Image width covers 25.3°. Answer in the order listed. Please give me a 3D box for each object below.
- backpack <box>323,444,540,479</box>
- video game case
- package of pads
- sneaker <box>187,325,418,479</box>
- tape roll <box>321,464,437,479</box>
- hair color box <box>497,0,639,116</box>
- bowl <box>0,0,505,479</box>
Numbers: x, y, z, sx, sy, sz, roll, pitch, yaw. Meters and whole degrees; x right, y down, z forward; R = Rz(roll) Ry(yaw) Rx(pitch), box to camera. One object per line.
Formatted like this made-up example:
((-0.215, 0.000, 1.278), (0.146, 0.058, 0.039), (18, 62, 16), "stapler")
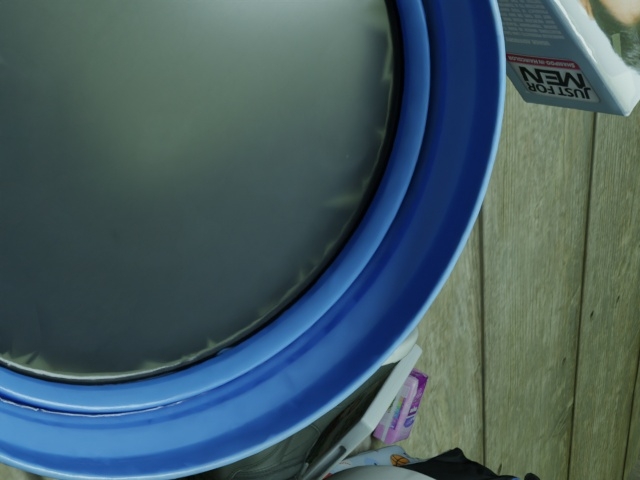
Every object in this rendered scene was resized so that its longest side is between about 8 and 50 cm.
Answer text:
((0.080, 0.357, 1.511), (0.276, 0.213, 0.263), (0, 108, -52), "backpack")
((0.028, 0.177, 1.367), (0.143, 0.019, 0.157), (-48, 180, 31), "video game case")
((0.091, 0.185, 1.602), (0.050, 0.032, 0.083), (-4, 114, -67), "package of pads")
((-0.021, 0.144, 1.252), (0.296, 0.104, 0.147), (-22, 134, -55), "sneaker")
((0.033, 0.332, 1.195), (0.169, 0.246, 0.246), (-27, 134, -59), "tape roll")
((0.133, -0.279, 0.946), (0.185, 0.113, 0.374), (-51, 124, -15), "hair color box")
((-0.076, -0.051, 0.786), (0.391, 0.077, 0.391), (-16, 123, -27), "bowl")
